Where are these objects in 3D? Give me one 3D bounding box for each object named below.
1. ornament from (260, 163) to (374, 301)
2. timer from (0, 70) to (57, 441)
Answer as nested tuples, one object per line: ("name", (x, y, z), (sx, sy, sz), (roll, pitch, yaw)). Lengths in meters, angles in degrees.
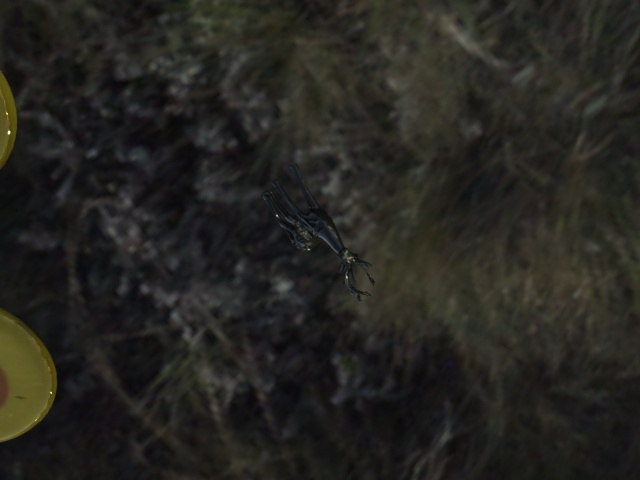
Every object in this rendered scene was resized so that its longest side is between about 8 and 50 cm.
("ornament", (0.000, 0.000, 1.342), (0.125, 0.028, 0.073), (51, 154, 5))
("timer", (-0.384, 0.002, 1.120), (0.387, 0.376, 0.376), (5, 114, 5))
